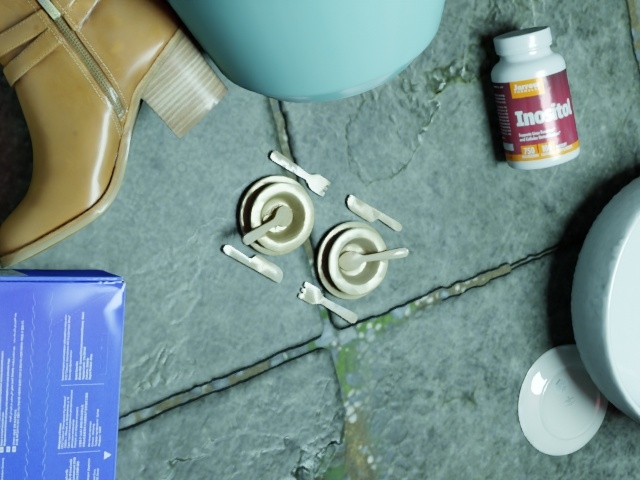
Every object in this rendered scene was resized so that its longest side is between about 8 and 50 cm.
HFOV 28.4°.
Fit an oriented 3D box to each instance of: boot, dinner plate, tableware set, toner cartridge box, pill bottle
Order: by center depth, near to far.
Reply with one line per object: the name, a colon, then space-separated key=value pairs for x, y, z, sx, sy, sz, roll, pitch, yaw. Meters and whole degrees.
boot: x=-0.254 y=-0.132 z=1.179 sx=0.283 sy=0.109 sz=0.220 roll=-43 pitch=103 yaw=3
toner cartridge box: x=-0.284 y=0.202 z=1.218 sx=0.165 sy=0.075 sz=0.347 roll=2 pitch=95 yaw=-27
tableware set: x=0.000 y=0.000 z=1.364 sx=0.194 sy=0.039 sz=0.128 roll=30 pitch=82 yaw=-28
pill bottle: x=0.242 y=-0.163 z=1.446 sx=0.086 sy=0.086 sz=0.152 roll=-20 pitch=105 yaw=-25
dinner plate: x=0.306 y=0.199 z=1.566 sx=0.141 sy=0.017 sz=0.141 roll=-3 pitch=96 yaw=-27

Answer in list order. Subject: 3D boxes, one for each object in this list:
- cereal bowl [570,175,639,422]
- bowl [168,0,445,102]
cereal bowl: x=0.436 y=0.063 z=1.546 sx=0.339 sy=0.141 sz=0.338 roll=-4 pitch=98 yaw=-28
bowl: x=-0.003 y=-0.246 z=1.213 sx=0.312 sy=0.311 sz=0.163 roll=-31 pitch=129 yaw=-21
